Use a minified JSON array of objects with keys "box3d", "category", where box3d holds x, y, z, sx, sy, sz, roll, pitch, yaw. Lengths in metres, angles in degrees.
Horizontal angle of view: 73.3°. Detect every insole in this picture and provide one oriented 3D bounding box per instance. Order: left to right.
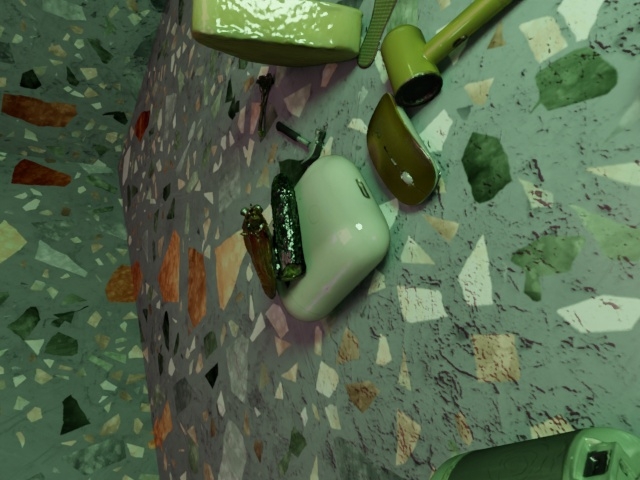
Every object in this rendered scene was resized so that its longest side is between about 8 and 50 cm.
[{"box3d":[0.136,-0.513,0.956,0.086,0.005,0.253,40,119,48],"category":"insole"}]

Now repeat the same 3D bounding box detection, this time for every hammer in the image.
[{"box3d":[-0.069,-0.283,1.195,0.246,0.029,0.103,40,118,49],"category":"hammer"}]

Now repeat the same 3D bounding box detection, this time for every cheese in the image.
[{"box3d":[-0.107,-0.510,1.081,0.384,0.384,0.104,23,113,52],"category":"cheese"}]

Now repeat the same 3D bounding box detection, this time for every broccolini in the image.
[{"box3d":[-0.177,-0.424,1.352,0.052,0.054,0.194,-113,26,-77],"category":"broccolini"}]

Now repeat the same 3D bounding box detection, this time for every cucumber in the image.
[{"box3d":[-0.073,-0.039,0.914,0.067,0.067,0.245,-24,68,50],"category":"cucumber"}]

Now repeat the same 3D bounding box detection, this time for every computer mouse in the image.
[{"box3d":[0.152,-0.184,0.855,0.245,0.056,0.126,69,150,27],"category":"computer mouse"}]

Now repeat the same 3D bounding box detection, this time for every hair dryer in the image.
[{"box3d":[0.232,-0.375,0.765,0.279,0.090,0.135,-32,60,41],"category":"hair dryer"}]

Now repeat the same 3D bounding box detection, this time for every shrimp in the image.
[{"box3d":[-0.125,0.023,0.906,0.294,0.062,0.154,84,167,-57],"category":"shrimp"}]

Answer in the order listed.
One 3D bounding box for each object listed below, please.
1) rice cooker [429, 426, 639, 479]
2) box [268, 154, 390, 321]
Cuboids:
[{"box3d":[0.269,0.370,0.479,0.277,0.288,0.288,-40,56,42],"category":"rice cooker"},{"box3d":[-0.001,0.000,0.985,0.349,0.141,0.288,-51,51,38],"category":"box"}]
